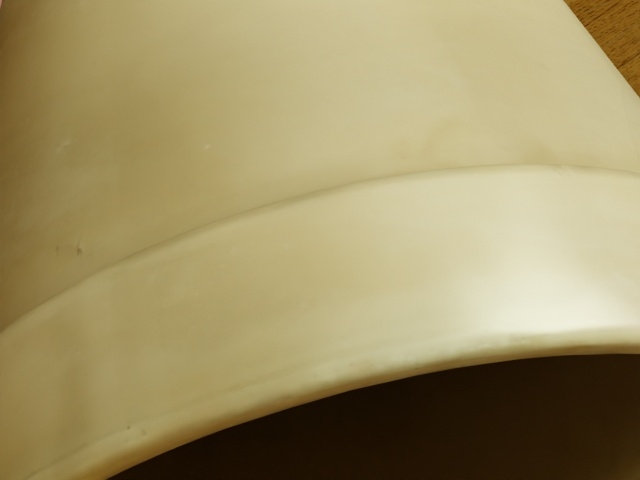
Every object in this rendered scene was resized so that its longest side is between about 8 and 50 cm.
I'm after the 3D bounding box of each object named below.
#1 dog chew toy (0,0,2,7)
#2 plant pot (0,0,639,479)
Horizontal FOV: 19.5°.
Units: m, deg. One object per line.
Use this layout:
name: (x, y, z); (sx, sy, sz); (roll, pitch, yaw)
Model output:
dog chew toy: (-0.121, -0.219, 0.845); (0.207, 0.206, 0.332); (-92, 171, -65)
plant pot: (-0.005, 0.001, 0.688); (0.323, 0.323, 0.280); (36, 32, -53)
